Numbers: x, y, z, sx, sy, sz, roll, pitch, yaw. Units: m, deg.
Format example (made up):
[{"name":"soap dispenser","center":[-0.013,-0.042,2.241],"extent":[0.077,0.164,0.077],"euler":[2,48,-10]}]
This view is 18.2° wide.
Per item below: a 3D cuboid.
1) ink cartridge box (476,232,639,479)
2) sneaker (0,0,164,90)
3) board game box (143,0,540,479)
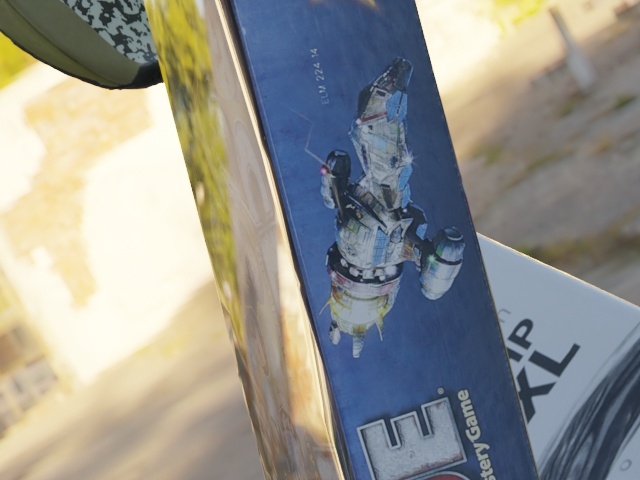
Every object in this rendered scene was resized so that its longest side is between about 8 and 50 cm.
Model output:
[{"name":"ink cartridge box","center":[0.132,0.193,0.773],"extent":[0.285,0.166,0.395],"euler":[-58,36,-3]},{"name":"sneaker","center":[-0.173,-0.294,1.258],"extent":[0.182,0.410,0.158],"euler":[-26,-3,43]},{"name":"board game box","center":[0.000,0.000,0.509],"extent":[0.042,0.243,0.165],"euler":[-14,-1,-10]}]
